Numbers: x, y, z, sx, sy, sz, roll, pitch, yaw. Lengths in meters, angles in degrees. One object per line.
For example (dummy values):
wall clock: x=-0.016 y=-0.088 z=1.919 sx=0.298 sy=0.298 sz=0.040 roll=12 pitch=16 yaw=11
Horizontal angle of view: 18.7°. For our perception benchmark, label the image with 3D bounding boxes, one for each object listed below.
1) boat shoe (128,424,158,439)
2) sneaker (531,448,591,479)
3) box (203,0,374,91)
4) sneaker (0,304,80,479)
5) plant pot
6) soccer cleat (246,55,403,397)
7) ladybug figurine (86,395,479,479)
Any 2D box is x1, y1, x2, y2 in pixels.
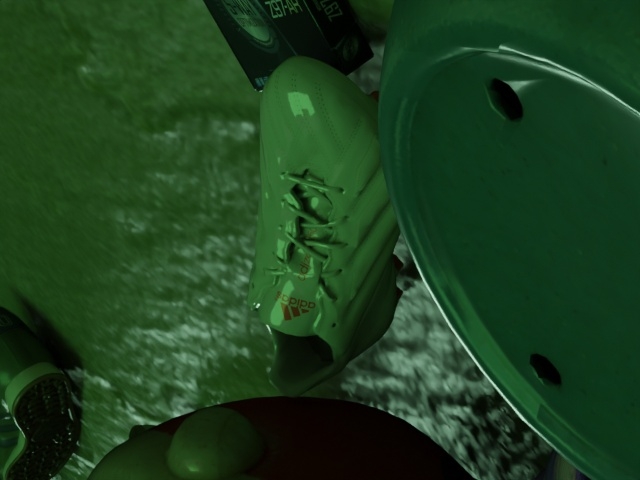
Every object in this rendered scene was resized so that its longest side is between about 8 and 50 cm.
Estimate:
boat shoe: x=-0.062 y=0.155 z=1.211 sx=0.152 sy=0.049 sz=0.056 roll=38 pitch=133 yaw=40
sneaker: x=0.167 y=0.144 z=0.750 sx=0.236 sy=0.095 sz=0.104 roll=39 pitch=144 yaw=31
box: x=-0.019 y=-0.100 z=0.838 sx=0.083 sy=0.018 sz=0.067 roll=0 pitch=123 yaw=60
sneaker: x=-0.226 y=0.114 z=1.438 sx=0.086 sy=0.064 sz=0.192 roll=53 pitch=156 yaw=20
plant pot: x=0.128 y=-0.041 z=0.447 sx=0.290 sy=0.195 sz=0.290 roll=41 pitch=153 yaw=27
soccer cleat: x=0.000 y=0.000 z=0.847 sx=0.068 sy=0.076 sz=0.196 roll=28 pitch=152 yaw=23
ladybug figurine: x=0.031 y=0.236 z=0.995 sx=0.305 sy=0.162 sz=0.449 roll=27 pitch=148 yaw=41
